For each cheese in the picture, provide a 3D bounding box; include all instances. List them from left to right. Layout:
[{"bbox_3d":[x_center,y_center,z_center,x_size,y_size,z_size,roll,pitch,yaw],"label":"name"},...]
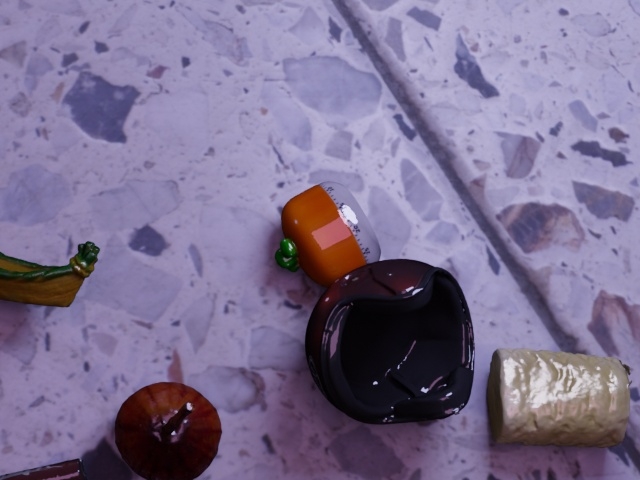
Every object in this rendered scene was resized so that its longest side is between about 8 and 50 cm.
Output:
[{"bbox_3d":[0.297,0.198,1.681,0.167,0.094,0.123,5,78,-7],"label":"cheese"}]

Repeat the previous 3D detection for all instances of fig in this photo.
[{"bbox_3d":[-0.170,0.230,1.588,0.128,0.150,0.128,-6,99,-40],"label":"fig"}]

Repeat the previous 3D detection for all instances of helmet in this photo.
[{"bbox_3d":[0.084,0.119,1.614,0.216,0.193,0.189,-28,112,-21],"label":"helmet"}]

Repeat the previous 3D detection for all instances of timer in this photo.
[{"bbox_3d":[0.000,0.000,1.684,0.136,0.099,0.136,-1,73,4],"label":"timer"}]

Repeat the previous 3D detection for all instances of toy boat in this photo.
[{"bbox_3d":[-0.371,0.026,1.614,0.230,0.089,0.088,9,93,17],"label":"toy boat"}]

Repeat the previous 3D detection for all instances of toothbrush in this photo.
[{"bbox_3d":[-0.452,0.310,1.565,0.364,0.041,0.040,-12,79,-10],"label":"toothbrush"}]
